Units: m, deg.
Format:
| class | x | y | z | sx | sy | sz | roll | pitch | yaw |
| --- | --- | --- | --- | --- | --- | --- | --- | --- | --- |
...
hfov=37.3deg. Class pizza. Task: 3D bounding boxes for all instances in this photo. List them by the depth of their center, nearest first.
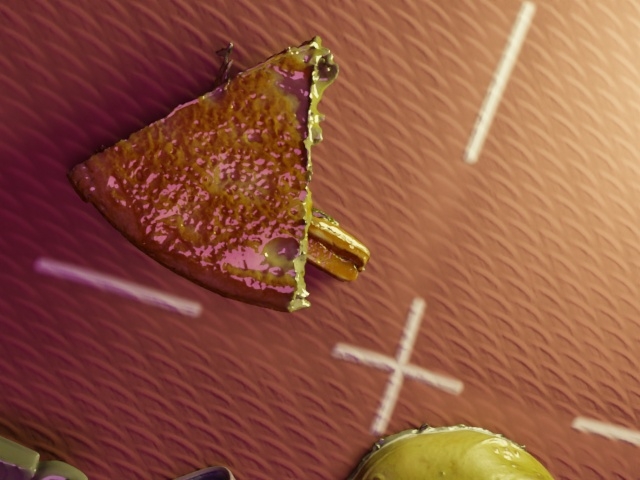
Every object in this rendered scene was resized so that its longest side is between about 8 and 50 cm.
| class | x | y | z | sx | sy | sz | roll | pitch | yaw |
| --- | --- | --- | --- | --- | --- | --- | --- | --- | --- |
| pizza | -0.069 | -0.081 | 0.981 | 0.280 | 0.075 | 0.287 | 38 | 85 | -2 |

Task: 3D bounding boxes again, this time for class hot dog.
| class | x | y | z | sx | sy | sz | roll | pitch | yaw |
| --- | --- | --- | --- | --- | --- | --- | --- | --- | --- |
| hot dog | 0.000 | 0.000 | 1.050 | 0.133 | 0.041 | 0.056 | 32 | 102 | -24 |

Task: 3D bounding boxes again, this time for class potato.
| class | x | y | z | sx | sy | sz | roll | pitch | yaw |
| --- | --- | --- | --- | --- | --- | --- | --- | --- | --- |
| potato | 0.156 | 0.357 | 1.093 | 0.300 | 0.196 | 0.246 | -19 | 106 | -7 |

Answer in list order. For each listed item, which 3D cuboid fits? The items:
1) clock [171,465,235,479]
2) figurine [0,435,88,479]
| class | x | y | z | sx | sy | sz | roll | pitch | yaw |
| --- | --- | --- | --- | --- | --- | --- | --- | --- | --- |
| clock | -0.156 | 0.311 | 1.045 | 0.153 | 0.110 | 0.050 | -19 | 109 | -9 |
| figurine | -0.414 | 0.281 | 0.940 | 0.343 | 0.167 | 0.284 | -17 | 100 | 13 |
